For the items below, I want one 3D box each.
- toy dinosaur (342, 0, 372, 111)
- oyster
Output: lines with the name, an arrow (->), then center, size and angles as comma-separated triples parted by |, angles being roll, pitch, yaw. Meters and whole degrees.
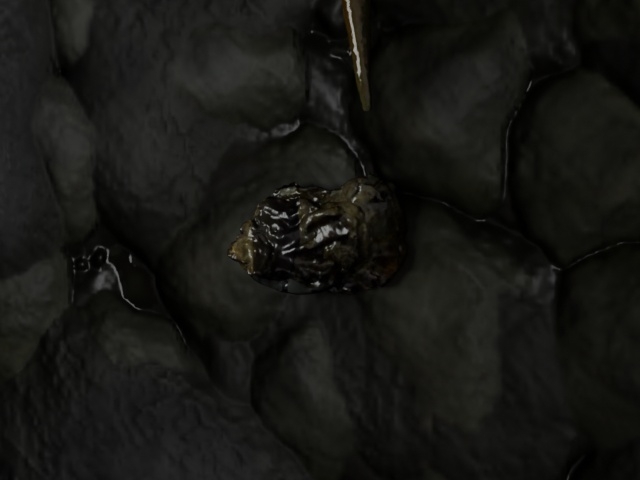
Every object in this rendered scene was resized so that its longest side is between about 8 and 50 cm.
toy dinosaur -> 0.004, -0.156, 0.585 | 0.126, 0.039, 0.162 | 34, 110, 25
oyster -> -0.003, 0.000, 0.604 | 0.083, 0.019, 0.054 | -6, 92, 21
